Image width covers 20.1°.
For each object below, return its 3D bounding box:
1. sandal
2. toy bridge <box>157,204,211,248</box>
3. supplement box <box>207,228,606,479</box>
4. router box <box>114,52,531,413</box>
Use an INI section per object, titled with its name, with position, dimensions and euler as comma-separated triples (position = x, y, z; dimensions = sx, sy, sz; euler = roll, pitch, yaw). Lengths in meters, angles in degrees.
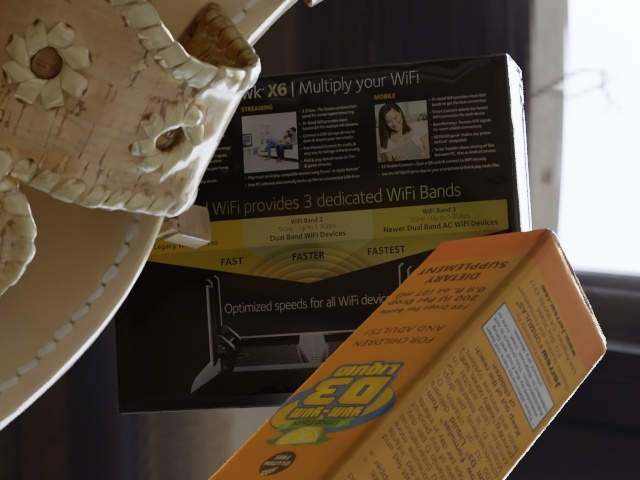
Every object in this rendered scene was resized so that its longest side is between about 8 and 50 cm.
[sandal]
position = -0.049, -0.054, 0.408
dimensions = 0.088, 0.079, 0.240
euler = 38, -114, 5
[toy bridge]
position = -0.160, 0.011, 1.191
dimensions = 0.063, 0.188, 0.026
euler = 15, -117, -47
[supplement box]
position = 0.040, 0.087, 0.842
dimensions = 0.233, 0.078, 0.080
euler = -46, -63, -40
[router box]
position = 0.000, 0.000, 1.330
dimensions = 0.081, 0.308, 0.243
euler = 14, -107, -76
